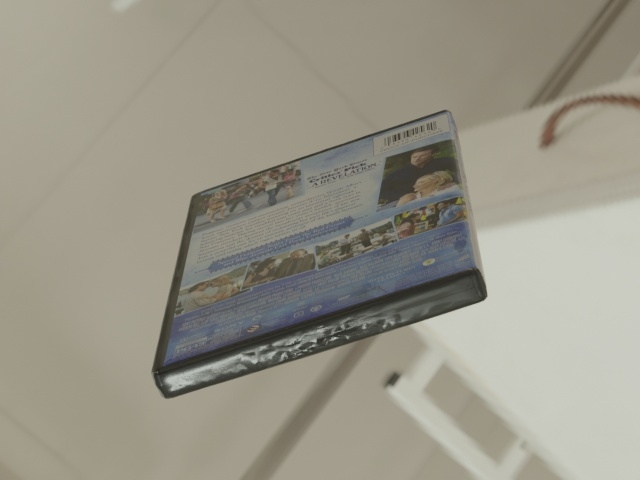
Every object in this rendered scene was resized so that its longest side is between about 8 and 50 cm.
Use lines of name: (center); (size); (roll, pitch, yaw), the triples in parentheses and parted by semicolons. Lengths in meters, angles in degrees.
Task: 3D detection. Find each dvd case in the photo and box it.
dvd case: (0.000, 0.000, 0.954); (0.253, 0.180, 0.022); (-88, -22, -66)
